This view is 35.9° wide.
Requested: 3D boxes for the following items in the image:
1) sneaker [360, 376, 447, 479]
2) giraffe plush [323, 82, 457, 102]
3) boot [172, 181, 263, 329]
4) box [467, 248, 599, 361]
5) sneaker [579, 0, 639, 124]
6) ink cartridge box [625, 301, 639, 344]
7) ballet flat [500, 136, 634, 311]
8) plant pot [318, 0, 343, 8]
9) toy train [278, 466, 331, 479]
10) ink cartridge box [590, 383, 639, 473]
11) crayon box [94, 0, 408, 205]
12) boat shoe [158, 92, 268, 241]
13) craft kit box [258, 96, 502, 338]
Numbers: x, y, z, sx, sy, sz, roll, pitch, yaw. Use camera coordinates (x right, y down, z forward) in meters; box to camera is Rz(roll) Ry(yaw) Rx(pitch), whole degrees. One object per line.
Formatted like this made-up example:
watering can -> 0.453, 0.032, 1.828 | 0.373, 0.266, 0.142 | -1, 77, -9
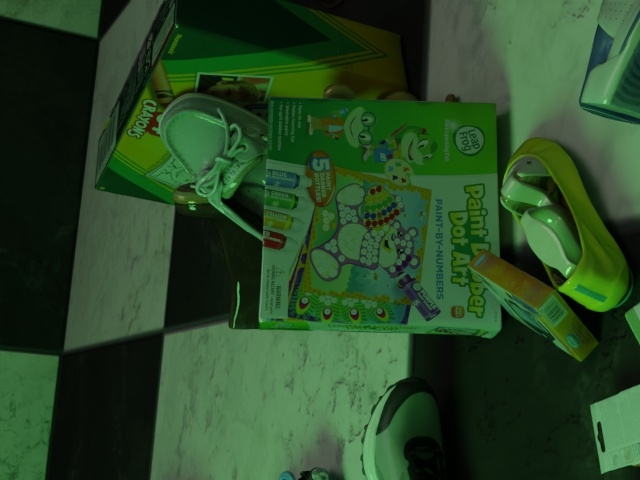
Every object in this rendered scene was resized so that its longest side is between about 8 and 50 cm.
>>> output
sneaker -> 0.107, 0.279, 1.030 | 0.108, 0.100, 0.271 | -11, 75, 49
giraffe plush -> 0.048, -0.110, 1.179 | 0.210, 0.171, 0.181 | 3, 84, 65
boot -> -0.105, 0.027, 1.375 | 0.090, 0.248, 0.206 | 22, 104, 50
box -> 0.192, 0.056, 0.924 | 0.028, 0.081, 0.136 | -47, 27, -5
sneaker -> 0.286, -0.246, 0.802 | 0.315, 0.128, 0.182 | -70, 23, 7
ink cartridge box -> 0.335, 0.054, 0.655 | 0.235, 0.056, 0.171 | -43, 42, 29
ballet flat -> 0.210, -0.027, 0.917 | 0.077, 0.077, 0.231 | -61, 31, 33
plant pot -> -0.038, -0.451, 1.487 | 0.167, 0.165, 0.166 | -171, 90, -66
toy train -> -0.030, 0.374, 1.296 | 0.184, 0.080, 0.105 | -55, 44, 39
ink cartridge box -> 0.268, 0.147, 0.793 | 0.115, 0.029, 0.062 | 138, 135, -55
crayon box -> -0.106, -0.170, 1.358 | 0.363, 0.313, 0.106 | 131, 143, -49
boat shoe -> -0.068, -0.060, 1.229 | 0.118, 0.320, 0.103 | -45, 9, 11
craft kit box -> 0.062, -0.026, 1.039 | 0.061, 0.247, 0.249 | 103, 168, -74
